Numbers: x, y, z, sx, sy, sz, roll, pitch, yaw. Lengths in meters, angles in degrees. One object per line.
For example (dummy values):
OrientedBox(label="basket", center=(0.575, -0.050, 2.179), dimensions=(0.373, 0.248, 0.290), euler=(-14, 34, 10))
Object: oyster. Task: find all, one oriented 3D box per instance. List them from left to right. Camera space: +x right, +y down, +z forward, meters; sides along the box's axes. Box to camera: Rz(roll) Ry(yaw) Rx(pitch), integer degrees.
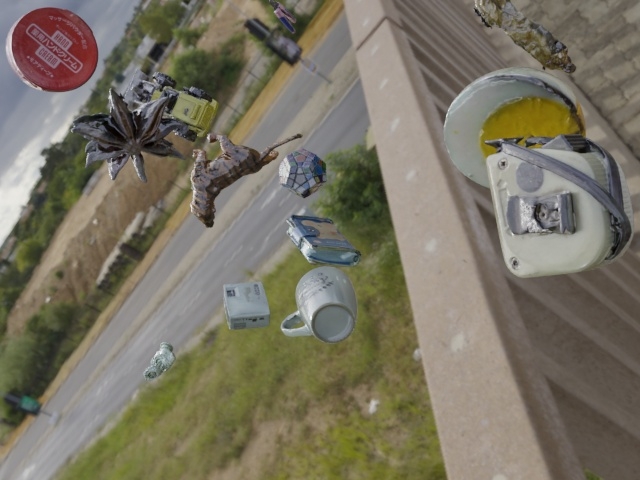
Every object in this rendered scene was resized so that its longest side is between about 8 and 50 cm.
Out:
OrientedBox(label="oyster", center=(0.534, -0.540, 1.596), dimensions=(0.078, 0.345, 0.128), euler=(-43, 18, 48))

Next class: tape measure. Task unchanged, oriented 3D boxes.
OrientedBox(label="tape measure", center=(0.405, -0.078, 1.064), dimensions=(0.231, 0.133, 0.270), euler=(-16, 81, 55))

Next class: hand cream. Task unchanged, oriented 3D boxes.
OrientedBox(label="hand cream", center=(-0.626, -0.441, 1.451), dimensions=(0.125, 0.193, 0.193), euler=(20, 77, 54))

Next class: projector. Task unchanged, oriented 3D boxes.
OrientedBox(label="projector", center=(-0.208, 0.183, 1.733), dimensions=(0.147, 0.115, 0.061), euler=(-114, 26, -54))

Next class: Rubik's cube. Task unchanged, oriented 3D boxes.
OrientedBox(label="Rubik's cube", center=(-0.040, -0.150, 1.386), dimensions=(0.111, 0.111, 0.093), euler=(-48, 10, 20))

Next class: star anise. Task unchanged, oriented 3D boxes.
OrientedBox(label="star anise", center=(-0.318, -0.182, 1.051), dimensions=(0.061, 0.205, 0.180), euler=(57, 138, 32))

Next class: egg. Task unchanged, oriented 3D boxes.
OrientedBox(label="egg", center=(0.460, -0.283, 1.468), dimensions=(0.337, 0.337, 0.201), euler=(-34, 23, 42))

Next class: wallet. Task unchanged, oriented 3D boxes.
OrientedBox(label="wallet", center=(0.000, 0.001, 1.542), dimensions=(0.202, 0.141, 0.059), euler=(-128, 49, -58))

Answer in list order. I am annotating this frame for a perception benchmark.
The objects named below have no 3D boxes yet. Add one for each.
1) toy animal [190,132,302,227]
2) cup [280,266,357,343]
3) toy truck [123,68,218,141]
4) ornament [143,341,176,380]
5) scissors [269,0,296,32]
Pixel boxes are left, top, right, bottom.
OrientedBox(label="toy animal", center=(-0.145, -0.145, 1.153), dimensions=(0.255, 0.114, 0.116), euler=(-33, 37, -7))
OrientedBox(label="cup", center=(-0.007, 0.224, 1.884), dimensions=(0.258, 0.186, 0.234), euler=(-34, 17, 7))
OrientedBox(label="toy truck", center=(-0.392, -0.350, 1.572), dimensions=(0.136, 0.286, 0.111), euler=(-67, -17, -1))
OrientedBox(label="ornament", center=(-0.346, 0.263, 1.347), dimensions=(0.068, 0.041, 0.092), euler=(-37, 21, 3))
OrientedBox(label="scissors", center=(-0.087, -0.519, 1.425), dimensions=(0.012, 0.113, 0.039), euler=(-3, 73, 28))
